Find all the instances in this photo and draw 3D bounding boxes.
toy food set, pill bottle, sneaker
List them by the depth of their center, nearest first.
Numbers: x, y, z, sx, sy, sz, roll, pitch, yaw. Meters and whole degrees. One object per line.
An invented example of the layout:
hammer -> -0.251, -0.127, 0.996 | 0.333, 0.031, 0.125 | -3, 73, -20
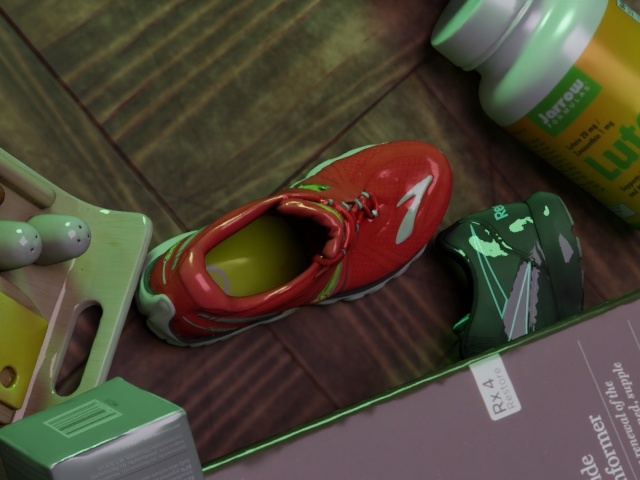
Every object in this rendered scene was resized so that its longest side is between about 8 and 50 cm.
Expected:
toy food set -> -0.241, 0.014, 1.242 | 0.306, 0.092, 0.219 | 37, 59, -43
sneaker -> 0.000, 0.000, 1.401 | 0.279, 0.118, 0.107 | -28, 89, -29
sneaker -> 0.160, 0.100, 1.478 | 0.106, 0.101, 0.267 | -10, 80, -5
pill bottle -> 0.213, -0.123, 1.529 | 0.246, 0.136, 0.136 | 36, 63, -12

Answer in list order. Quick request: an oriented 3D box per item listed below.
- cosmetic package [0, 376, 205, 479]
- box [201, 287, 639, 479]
cosmetic package -> -0.118, 0.223, 1.234 | 0.107, 0.127, 0.238 | -23, 106, -23
box -> 0.106, 0.178, 1.329 | 0.381, 0.143, 0.191 | -22, 85, -10
